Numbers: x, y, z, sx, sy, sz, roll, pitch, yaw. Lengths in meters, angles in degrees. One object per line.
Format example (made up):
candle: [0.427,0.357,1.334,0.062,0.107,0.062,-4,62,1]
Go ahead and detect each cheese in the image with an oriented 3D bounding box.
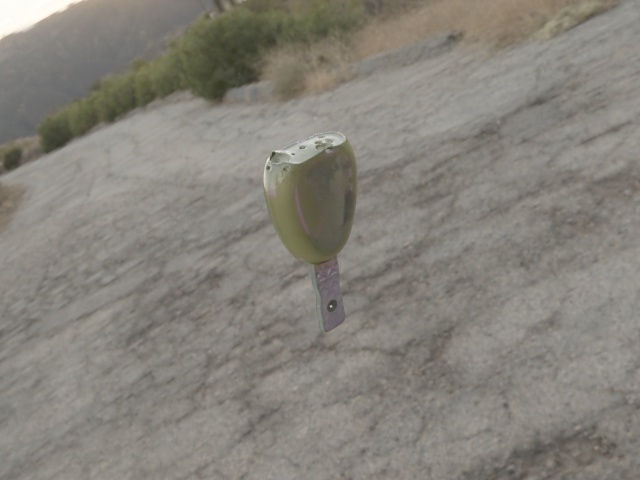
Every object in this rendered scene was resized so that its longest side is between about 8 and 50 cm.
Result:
cheese: [0.000,0.000,0.763,0.097,0.192,0.037,-28,34,-31]
